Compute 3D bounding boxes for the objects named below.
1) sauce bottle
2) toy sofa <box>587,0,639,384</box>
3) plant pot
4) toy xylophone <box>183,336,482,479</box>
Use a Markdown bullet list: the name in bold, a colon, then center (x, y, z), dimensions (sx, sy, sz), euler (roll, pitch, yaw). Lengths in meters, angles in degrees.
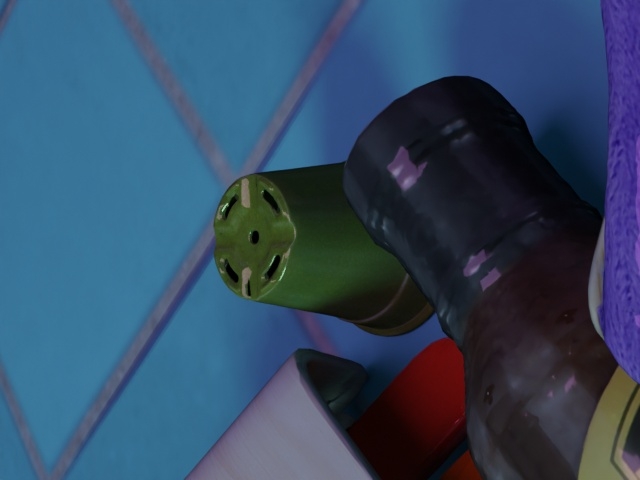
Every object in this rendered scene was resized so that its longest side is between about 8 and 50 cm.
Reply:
- **sauce bottle**: center (0.116, 0.082, 0.391), dimensions (0.344, 0.111, 0.111), euler (54, 126, 32)
- **toy sofa**: center (0.140, -0.137, 0.292), dimensions (0.177, 0.150, 0.362), euler (-4, 84, 9)
- **plant pot**: center (0.000, 0.000, 0.546), dimensions (0.083, 0.079, 0.083), euler (-1, 89, 48)
- **toy xylophone**: center (0.009, 0.186, 0.470), dimensions (0.236, 0.081, 0.323), euler (-44, 47, 16)
